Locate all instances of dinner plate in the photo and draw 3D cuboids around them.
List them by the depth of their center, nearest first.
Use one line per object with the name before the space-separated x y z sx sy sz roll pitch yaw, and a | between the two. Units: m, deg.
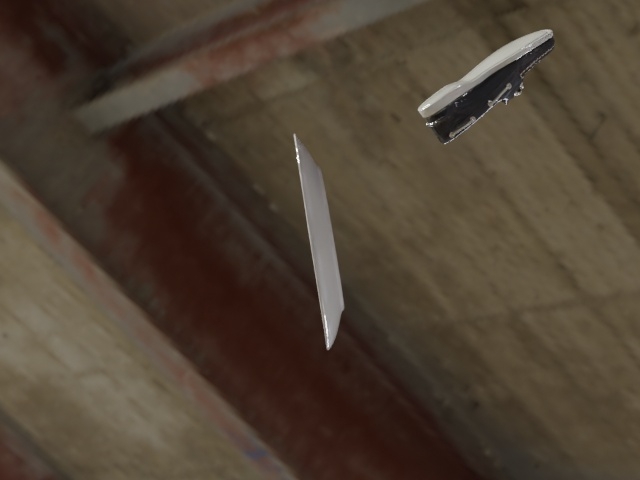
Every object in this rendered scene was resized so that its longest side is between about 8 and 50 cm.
dinner plate | 0.000 0.000 1.019 0.017 0.141 0.141 -10 -40 -1

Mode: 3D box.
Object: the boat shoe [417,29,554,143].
boat shoe | 0.138 -0.123 1.261 0.038 0.125 0.046 57 -8 -13
